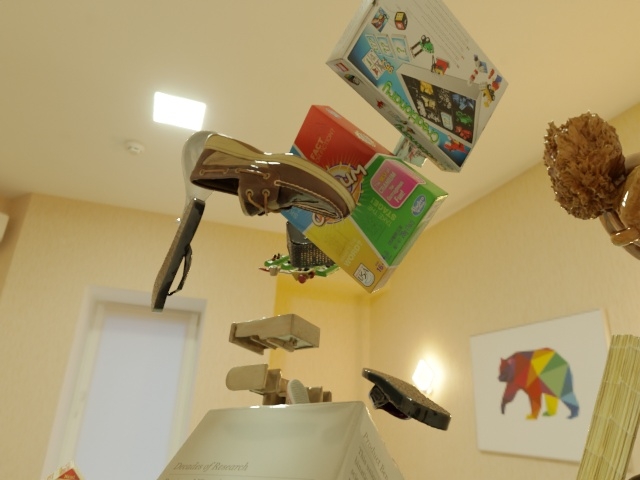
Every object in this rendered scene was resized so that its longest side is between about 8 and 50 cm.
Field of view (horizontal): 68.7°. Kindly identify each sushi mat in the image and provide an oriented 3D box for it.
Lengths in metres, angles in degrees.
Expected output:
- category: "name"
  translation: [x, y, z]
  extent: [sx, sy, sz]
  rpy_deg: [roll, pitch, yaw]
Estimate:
- category: "sushi mat"
  translation: [0.511, 0.319, 0.816]
  extent: [0.019, 0.316, 0.151]
  rpy_deg: [16, -2, 12]

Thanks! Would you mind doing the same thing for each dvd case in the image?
- category: "dvd case"
  translation: [0.213, -0.214, 1.047]
  extent: [0.120, 0.087, 0.013]
  rpy_deg: [9, 25, -48]

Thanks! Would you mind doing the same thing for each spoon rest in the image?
- category: "spoon rest"
  translation: [-0.318, -0.156, 1.245]
  extent: [0.138, 0.276, 0.084]
  rpy_deg: [17, 12, -20]

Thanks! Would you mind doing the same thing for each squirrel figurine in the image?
- category: "squirrel figurine"
  translation: [0.607, -0.087, 0.906]
  extent: [0.397, 0.280, 0.371]
  rpy_deg: [29, 24, 36]

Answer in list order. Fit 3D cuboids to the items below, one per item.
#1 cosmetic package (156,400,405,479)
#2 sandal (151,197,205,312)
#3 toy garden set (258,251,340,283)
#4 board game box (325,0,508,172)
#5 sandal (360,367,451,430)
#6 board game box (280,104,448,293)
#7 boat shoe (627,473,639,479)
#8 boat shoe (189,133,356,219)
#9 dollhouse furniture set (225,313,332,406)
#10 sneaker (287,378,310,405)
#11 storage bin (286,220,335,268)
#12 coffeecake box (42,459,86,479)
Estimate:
- category: "cosmetic package"
  translation: [-0.071, 0.488, 0.647]
  extent: [0.328, 0.393, 0.329]
  rpy_deg: [-15, -70, 29]
- category: "sandal"
  translation: [-0.283, 0.039, 0.959]
  extent: [0.055, 0.254, 0.097]
  rpy_deg: [23, 5, -25]
- category: "toy garden set"
  translation: [-0.086, 0.080, 1.569]
  extent: [0.245, 0.049, 0.204]
  rpy_deg: [8, 15, 28]
- category: "board game box"
  translation: [0.173, -0.275, 0.772]
  extent: [0.305, 0.192, 0.053]
  rpy_deg: [34, -6, -31]
- category: "sandal"
  translation: [0.204, 0.445, 1.296]
  extent: [0.168, 0.106, 0.446]
  rpy_deg: [23, -6, -6]
- category: "board game box"
  translation: [0.057, -0.086, 0.944]
  extent: [0.064, 0.317, 0.242]
  rpy_deg: [-16, -38, -54]
- category: "boat shoe"
  translation: [0.361, 0.244, 0.462]
  extent: [0.060, 0.064, 0.177]
  rpy_deg: [-6, -55, -17]
- category: "boat shoe"
  translation: [-0.101, -0.092, 0.861]
  extent: [0.342, 0.123, 0.123]
  rpy_deg: [23, -17, 22]
- category: "dollhouse furniture set"
  translation: [-0.161, 0.455, 1.474]
  extent: [0.257, 0.393, 0.362]
  rpy_deg: [-15, -34, 30]
- category: "sneaker"
  translation: [-0.058, 0.373, 1.060]
  extent: [0.070, 0.051, 0.134]
  rpy_deg: [-12, -67, 35]
- category: "storage bin"
  translation: [0.000, 0.000, 1.297]
  extent: [0.180, 0.122, 0.084]
  rpy_deg: [-7, -52, -9]
- category: "coffeecake box"
  translation: [-0.541, 0.557, 0.918]
  extent: [0.186, 0.142, 0.068]
  rpy_deg: [-32, 6, -28]
